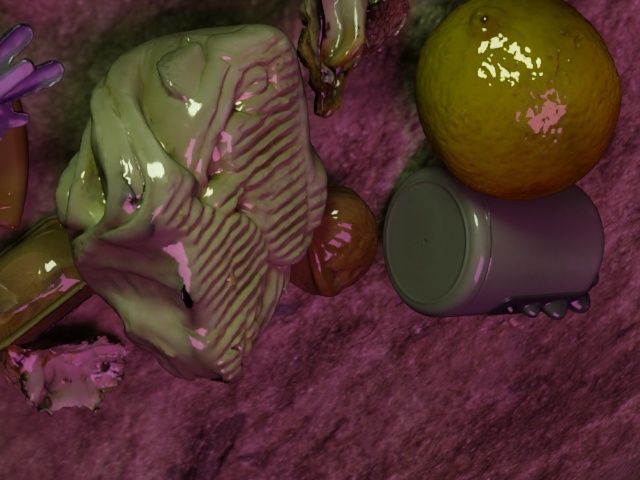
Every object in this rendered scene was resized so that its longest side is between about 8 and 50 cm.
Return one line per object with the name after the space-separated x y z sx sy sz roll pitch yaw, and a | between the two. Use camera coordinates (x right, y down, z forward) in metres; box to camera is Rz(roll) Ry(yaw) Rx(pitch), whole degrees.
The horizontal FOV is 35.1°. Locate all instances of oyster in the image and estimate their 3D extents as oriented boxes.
0.010 -0.299 1.046 0.129 0.079 0.345 -27 125 -59 | oyster
-0.339 0.169 1.326 0.209 0.072 0.133 -8 129 -54 | oyster

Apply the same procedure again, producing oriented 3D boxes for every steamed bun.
-0.166 -0.048 1.109 0.346 0.237 0.394 8 93 -60 | steamed bun

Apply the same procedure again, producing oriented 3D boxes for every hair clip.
-0.387 -0.115 0.986 0.278 0.090 0.137 -42 121 -9 | hair clip

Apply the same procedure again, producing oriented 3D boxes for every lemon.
0.242 -0.176 1.248 0.267 0.267 0.267 -18 136 -19 | lemon

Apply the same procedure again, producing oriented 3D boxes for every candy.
0.056 -0.270 1.161 0.095 0.085 0.110 -44 149 -7 | candy

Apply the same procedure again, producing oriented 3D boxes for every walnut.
0.000 0.000 1.332 0.166 0.149 0.166 -2 150 -1 | walnut

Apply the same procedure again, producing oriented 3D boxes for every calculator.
-0.388 -0.093 1.072 0.157 0.033 0.236 -13 131 -22 | calculator

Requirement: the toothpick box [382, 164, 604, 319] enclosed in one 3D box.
0.272 0.012 1.452 0.316 0.229 0.229 1 127 -34 | toothpick box

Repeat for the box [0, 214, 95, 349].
-0.339 0.052 1.188 0.177 0.111 0.111 -38 138 2 | box
